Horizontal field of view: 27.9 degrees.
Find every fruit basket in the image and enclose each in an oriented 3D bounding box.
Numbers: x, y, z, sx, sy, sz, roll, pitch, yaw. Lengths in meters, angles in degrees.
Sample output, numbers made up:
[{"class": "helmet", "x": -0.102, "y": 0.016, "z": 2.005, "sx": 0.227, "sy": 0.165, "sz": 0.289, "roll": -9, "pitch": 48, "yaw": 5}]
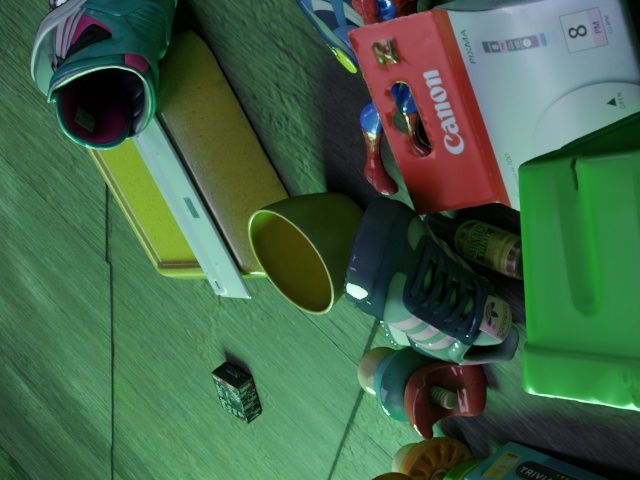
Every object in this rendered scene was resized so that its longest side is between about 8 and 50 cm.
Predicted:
[{"class": "fruit basket", "x": 0.340, "y": 0.075, "z": 0.845, "sx": 0.392, "sy": 0.283, "sz": 0.392, "roll": 46, "pitch": 149, "yaw": 38}]

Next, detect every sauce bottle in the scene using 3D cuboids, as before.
[{"class": "sauce bottle", "x": 0.153, "y": 0.002, "z": 1.253, "sx": 0.128, "sy": 0.042, "sz": 0.042, "roll": 21, "pitch": 138, "yaw": 42}]

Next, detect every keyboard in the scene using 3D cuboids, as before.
[{"class": "keyboard", "x": -0.157, "y": -0.040, "z": 1.534, "sx": 0.072, "sy": 0.014, "sz": 0.256, "roll": -5, "pitch": 118, "yaw": 51}]

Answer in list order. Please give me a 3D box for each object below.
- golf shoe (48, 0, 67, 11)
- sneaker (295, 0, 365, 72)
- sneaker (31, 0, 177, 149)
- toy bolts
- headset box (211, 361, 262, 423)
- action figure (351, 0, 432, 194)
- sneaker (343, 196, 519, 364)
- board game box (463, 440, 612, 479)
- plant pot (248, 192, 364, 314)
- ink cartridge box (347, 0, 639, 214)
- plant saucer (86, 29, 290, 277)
[{"class": "golf shoe", "x": -0.300, "y": -0.308, "z": 1.568, "sx": 0.094, "sy": 0.077, "sz": 0.198, "roll": 63, "pitch": 151, "yaw": 16}, {"class": "sneaker", "x": 0.015, "y": -0.220, "z": 1.212, "sx": 0.144, "sy": 0.059, "sz": 0.053, "roll": 55, "pitch": -173, "yaw": 30}, {"class": "sneaker", "x": -0.265, "y": -0.181, "z": 1.486, "sx": 0.123, "sy": 0.178, "sz": 0.295, "roll": 23, "pitch": 151, "yaw": -26}, {"class": "toy bolts", "x": 0.086, "y": 0.234, "z": 1.466, "sx": 0.158, "sy": 0.218, "sz": 0.229, "roll": 18, "pitch": 118, "yaw": 56}, {"class": "headset box", "x": -0.125, "y": 0.223, "z": 1.912, "sx": 0.062, "sy": 0.032, "sz": 0.083, "roll": 25, "pitch": 139, "yaw": 40}, {"class": "action figure", "x": 0.092, "y": -0.153, "z": 1.128, "sx": 0.139, "sy": 0.091, "sz": 0.280, "roll": 37, "pitch": 149, "yaw": 40}, {"class": "sneaker", "x": 0.115, "y": 0.045, "z": 1.211, "sx": 0.131, "sy": 0.112, "sz": 0.319, "roll": 17, "pitch": 171, "yaw": 20}, {"class": "board game box", "x": 0.315, "y": 0.398, "z": 1.381, "sx": 0.253, "sy": 0.079, "sz": 0.336, "roll": 13, "pitch": 131, "yaw": 59}, {"class": "plant pot", "x": 0.000, "y": 0.000, "z": 1.420, "sx": 0.134, "sy": 0.095, "sz": 0.134, "roll": 37, "pitch": 148, "yaw": 29}, {"class": "ink cartridge box", "x": 0.150, "y": -0.103, "z": 1.029, "sx": 0.232, "sy": 0.066, "sz": 0.189, "roll": -12, "pitch": 116, "yaw": 23}, {"class": "plant saucer", "x": -0.179, "y": -0.076, "z": 1.619, "sx": 0.333, "sy": 0.081, "sz": 0.333, "roll": -4, "pitch": 119, "yaw": 57}]
